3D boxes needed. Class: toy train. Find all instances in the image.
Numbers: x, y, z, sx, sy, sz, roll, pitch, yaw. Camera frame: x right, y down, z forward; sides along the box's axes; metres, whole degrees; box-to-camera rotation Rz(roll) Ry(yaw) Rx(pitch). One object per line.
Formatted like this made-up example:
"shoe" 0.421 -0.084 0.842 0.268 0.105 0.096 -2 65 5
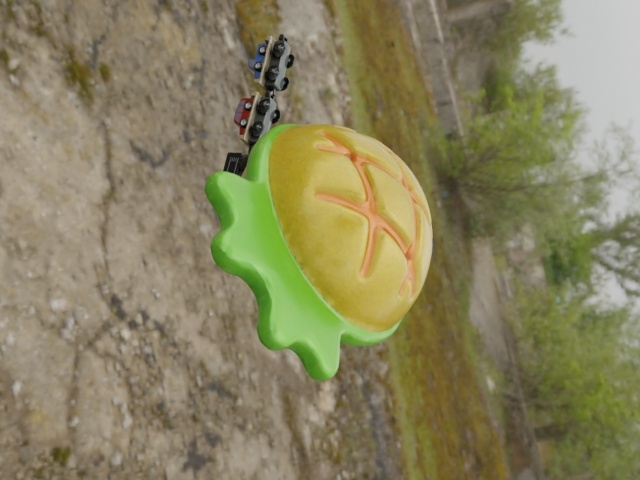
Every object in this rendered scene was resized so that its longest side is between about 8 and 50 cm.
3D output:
"toy train" -0.055 -0.103 0.752 0.027 0.036 0.158 39 60 -58

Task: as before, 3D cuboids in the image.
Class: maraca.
"maraca" 0.000 0.000 0.457 0.127 0.099 0.186 58 26 -2
